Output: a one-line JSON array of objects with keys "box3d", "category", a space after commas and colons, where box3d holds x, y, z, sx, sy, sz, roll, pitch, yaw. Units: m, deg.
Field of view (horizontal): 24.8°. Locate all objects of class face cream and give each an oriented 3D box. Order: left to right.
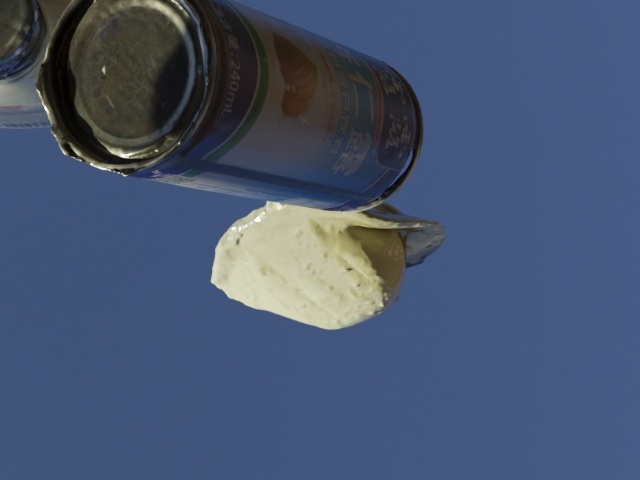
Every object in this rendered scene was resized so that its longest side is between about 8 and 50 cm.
[{"box3d": [-0.177, -0.108, 0.828, 0.144, 0.291, 0.071, -5, -89, -4], "category": "face cream"}]

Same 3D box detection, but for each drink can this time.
[{"box3d": [-0.035, -0.069, 0.743, 0.235, 0.097, 0.097, 8, -100, -62], "category": "drink can"}]

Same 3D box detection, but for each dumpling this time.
[{"box3d": [0.001, 0.001, 1.118, 0.092, 0.176, 0.150, -63, -29, -26], "category": "dumpling"}]
